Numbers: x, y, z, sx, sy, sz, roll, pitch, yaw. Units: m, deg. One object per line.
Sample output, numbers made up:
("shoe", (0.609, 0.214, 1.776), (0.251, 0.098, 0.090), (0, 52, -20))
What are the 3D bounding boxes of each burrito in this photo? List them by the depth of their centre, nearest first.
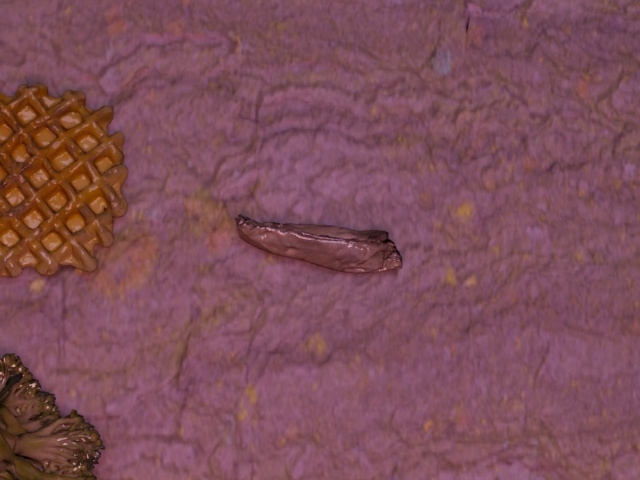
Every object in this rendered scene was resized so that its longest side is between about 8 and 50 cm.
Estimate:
("burrito", (-0.001, 0.002, 1.919), (0.229, 0.063, 0.058), (13, 45, -5))

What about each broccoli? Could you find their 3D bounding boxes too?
("broccoli", (-0.407, 0.215, 1.645), (0.221, 0.361, 0.252), (-47, 48, -13))

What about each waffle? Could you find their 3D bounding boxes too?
("waffle", (-0.369, -0.077, 1.877), (0.250, 0.056, 0.261), (9, 71, -9))
